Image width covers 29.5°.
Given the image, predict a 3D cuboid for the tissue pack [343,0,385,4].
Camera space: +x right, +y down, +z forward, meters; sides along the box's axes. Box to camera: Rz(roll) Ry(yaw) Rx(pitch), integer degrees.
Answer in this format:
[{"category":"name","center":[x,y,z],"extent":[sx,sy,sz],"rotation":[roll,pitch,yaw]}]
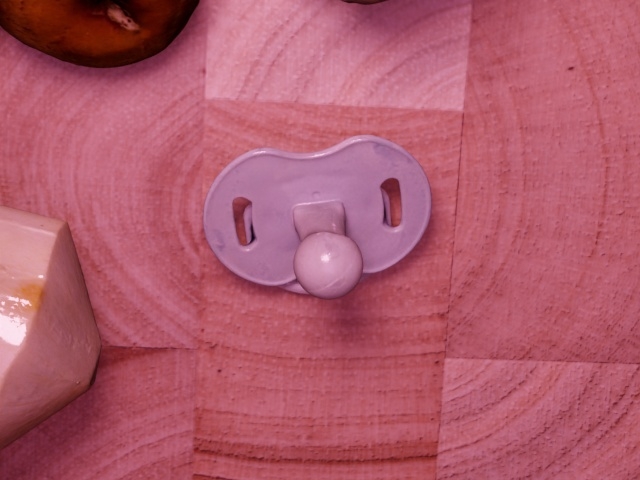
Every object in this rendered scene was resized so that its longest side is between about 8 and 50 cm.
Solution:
[{"category":"tissue pack","center":[0.051,-0.477,1.324],"extent":[0.277,0.267,0.387],"rotation":[-36,82,-23]}]

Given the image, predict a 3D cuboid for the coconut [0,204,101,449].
[{"category":"coconut","center":[-0.406,0.100,1.445],"extent":[0.323,0.323,0.323],"rotation":[-1,102,-3]}]

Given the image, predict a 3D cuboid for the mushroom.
[{"category":"mushroom","center":[-0.264,-0.315,1.405],"extent":[0.267,0.254,0.267],"rotation":[-13,132,-15]}]

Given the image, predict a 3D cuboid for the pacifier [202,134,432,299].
[{"category":"pacifier","center":[0.000,0.000,1.482],"extent":[0.287,0.226,0.238],"rotation":[-3,121,-2]}]
